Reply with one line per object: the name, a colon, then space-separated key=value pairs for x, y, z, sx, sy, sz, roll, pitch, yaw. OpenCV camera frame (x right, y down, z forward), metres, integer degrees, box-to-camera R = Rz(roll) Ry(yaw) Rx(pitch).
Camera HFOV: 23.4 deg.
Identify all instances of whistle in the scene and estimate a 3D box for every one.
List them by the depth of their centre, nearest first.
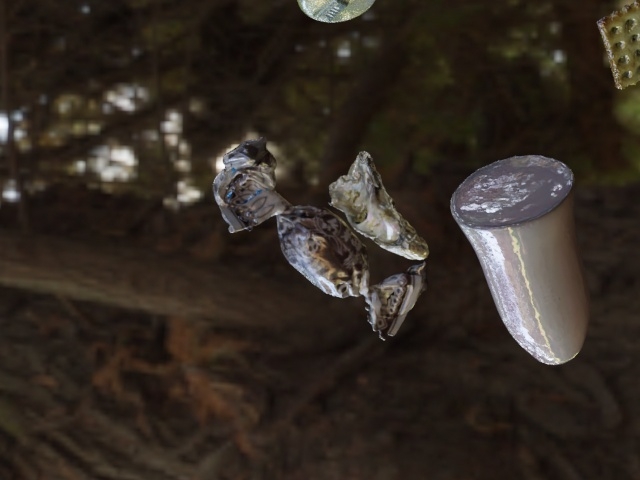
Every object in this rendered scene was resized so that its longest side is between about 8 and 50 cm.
whistle: x=0.051 y=-0.329 z=1.869 sx=0.104 sy=0.198 sz=0.057 roll=17 pitch=-127 yaw=-38

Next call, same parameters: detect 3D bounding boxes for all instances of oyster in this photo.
oyster: x=0.074 y=-0.037 z=2.067 sx=0.061 sy=0.106 sz=0.200 roll=20 pitch=-137 yaw=-43

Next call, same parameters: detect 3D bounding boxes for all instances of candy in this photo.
candy: x=0.000 y=0.000 z=1.328 sx=0.226 sy=0.094 sz=0.051 roll=41 pitch=-152 yaw=-19

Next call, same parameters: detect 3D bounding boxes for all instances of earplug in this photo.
earplug: x=0.305 y=0.051 z=2.163 sx=0.301 sy=0.172 sz=0.172 roll=68 pitch=-149 yaw=-31

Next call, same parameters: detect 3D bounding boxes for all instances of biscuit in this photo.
biscuit: x=0.448 y=-0.270 z=1.924 sx=0.144 sy=0.203 sz=0.016 roll=63 pitch=-175 yaw=-49
